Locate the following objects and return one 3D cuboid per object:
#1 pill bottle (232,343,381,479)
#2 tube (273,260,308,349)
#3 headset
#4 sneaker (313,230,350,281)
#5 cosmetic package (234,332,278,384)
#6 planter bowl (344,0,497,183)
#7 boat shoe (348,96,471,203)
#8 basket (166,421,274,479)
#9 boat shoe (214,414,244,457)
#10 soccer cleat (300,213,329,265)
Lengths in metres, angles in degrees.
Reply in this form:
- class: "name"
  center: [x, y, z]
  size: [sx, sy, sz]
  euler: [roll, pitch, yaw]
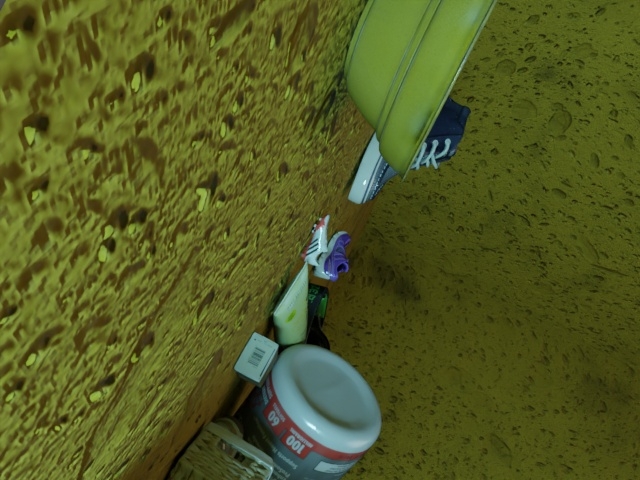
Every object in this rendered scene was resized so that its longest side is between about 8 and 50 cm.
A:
- class: "pill bottle"
  center: [-0.075, 0.377, 0.861]
  size: [0.363, 0.210, 0.210]
  euler: [-55, 178, 21]
- class: "tube"
  center: [-0.049, 0.122, 0.797]
  size: [0.240, 0.062, 0.070]
  euler: [97, -19, -62]
- class: "headset"
  center: [-0.028, 0.303, 1.182]
  size: [0.243, 0.185, 0.394]
  euler: [-43, 148, -73]
- class: "sneaker"
  center: [0.039, 0.043, 1.152]
  size: [0.170, 0.071, 0.068]
  euler: [-57, 173, -50]
- class: "cosmetic package"
  center: [-0.093, 0.180, 0.725]
  size: [0.060, 0.041, 0.115]
  euler: [-61, 175, -19]
- class: "planter bowl"
  center: [0.080, -0.164, 0.415]
  size: [0.217, 0.090, 0.217]
  euler: [-62, 174, -12]
- class: "boat shoe"
  center: [0.188, -0.184, 0.975]
  size: [0.340, 0.158, 0.127]
  euler: [-60, 174, -27]
- class: "basket"
  center: [-0.151, 0.343, 0.622]
  size: [0.167, 0.113, 0.103]
  euler: [-63, 171, 4]
- class: "boat shoe"
  center: [-0.178, 0.356, 0.733]
  size: [0.072, 0.068, 0.190]
  euler: [-6, 114, -69]
- class: "soccer cleat"
  center: [0.000, 0.000, 0.752]
  size: [0.083, 0.035, 0.029]
  euler: [-63, 174, 9]
